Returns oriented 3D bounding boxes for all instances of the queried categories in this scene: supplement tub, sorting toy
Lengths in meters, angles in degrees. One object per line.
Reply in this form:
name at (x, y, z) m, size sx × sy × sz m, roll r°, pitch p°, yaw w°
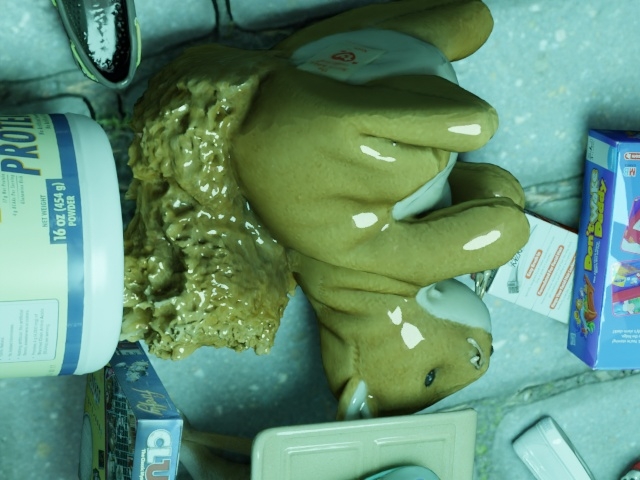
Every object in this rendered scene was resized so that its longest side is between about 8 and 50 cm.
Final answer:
supplement tub at (-0.347, 0.009, 1.414) m, size 0.324 × 0.235 × 0.235 m, roll -3°, pitch 107°, yaw -16°
sorting toy at (0.035, 0.305, 1.536) m, size 0.229 × 0.041 × 0.307 m, roll -5°, pitch 110°, yaw -21°

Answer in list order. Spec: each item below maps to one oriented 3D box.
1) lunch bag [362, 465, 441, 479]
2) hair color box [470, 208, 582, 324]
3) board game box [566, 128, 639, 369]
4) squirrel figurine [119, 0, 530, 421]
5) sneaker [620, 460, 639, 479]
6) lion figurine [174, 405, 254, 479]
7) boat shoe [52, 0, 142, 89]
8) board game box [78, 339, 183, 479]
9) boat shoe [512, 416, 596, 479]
lunch bag at (0.029, 0.344, 1.461) m, size 0.279 × 0.108 × 0.224 m, roll -22°, pitch 115°, yaw -14°
hair color box at (0.253, 0.033, 1.704) m, size 0.167 × 0.053 × 0.093 m, roll 21°, pitch 99°, yaw -23°
board game box at (0.437, 0.011, 1.671) m, size 0.347 × 0.078 × 0.233 m, roll 1°, pitch 103°, yaw -14°
squirrel figurine at (0.000, 0.000, 1.539) m, size 0.396 × 0.281 × 0.371 m, roll -5°, pitch 119°, yaw -1°
sneaker at (0.446, 0.307, 1.840) m, size 0.279 × 0.107 × 0.118 m, roll 36°, pitch 76°, yaw -26°
lion figurine at (-0.059, 0.352, 1.665) m, size 0.240 × 0.142 × 0.392 m, roll -1°, pitch 103°, yaw -24°
boat shoe at (-0.209, -0.246, 1.467) m, size 0.081 × 0.069 × 0.228 m, roll -20°, pitch 111°, yaw -10°
board game box at (-0.181, 0.196, 1.519) m, size 0.042 × 0.243 × 0.165 m, roll 2°, pitch 106°, yaw -18°
boat shoe at (0.271, 0.277, 1.783) m, size 0.063 × 0.066 × 0.184 m, roll -31°, pitch 116°, yaw 9°
